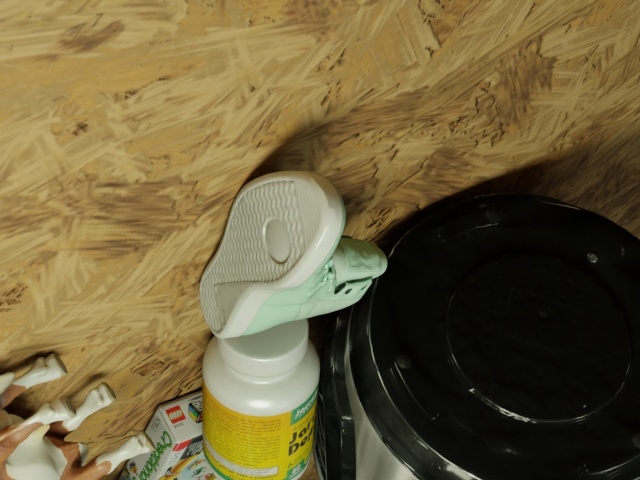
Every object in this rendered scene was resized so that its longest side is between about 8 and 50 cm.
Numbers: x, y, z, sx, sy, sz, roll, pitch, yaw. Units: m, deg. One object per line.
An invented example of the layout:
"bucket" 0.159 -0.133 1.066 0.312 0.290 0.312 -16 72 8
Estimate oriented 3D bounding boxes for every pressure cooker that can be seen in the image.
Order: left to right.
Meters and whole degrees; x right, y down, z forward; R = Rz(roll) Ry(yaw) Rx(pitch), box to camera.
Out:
"pressure cooker" 0.185 0.201 1.489 0.370 0.375 0.420 -32 158 -23

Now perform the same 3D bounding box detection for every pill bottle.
"pill bottle" -0.060 0.151 1.389 0.118 0.117 0.208 -22 141 -24

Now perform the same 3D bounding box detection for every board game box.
"board game box" -0.138 0.254 1.631 0.193 0.053 0.305 -18 155 -33

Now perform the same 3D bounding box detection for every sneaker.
"sneaker" 0.000 0.000 1.190 0.151 0.094 0.256 -13 163 -27

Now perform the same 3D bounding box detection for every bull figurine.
"bull figurine" -0.271 0.203 1.274 0.188 0.101 0.310 -36 161 2
